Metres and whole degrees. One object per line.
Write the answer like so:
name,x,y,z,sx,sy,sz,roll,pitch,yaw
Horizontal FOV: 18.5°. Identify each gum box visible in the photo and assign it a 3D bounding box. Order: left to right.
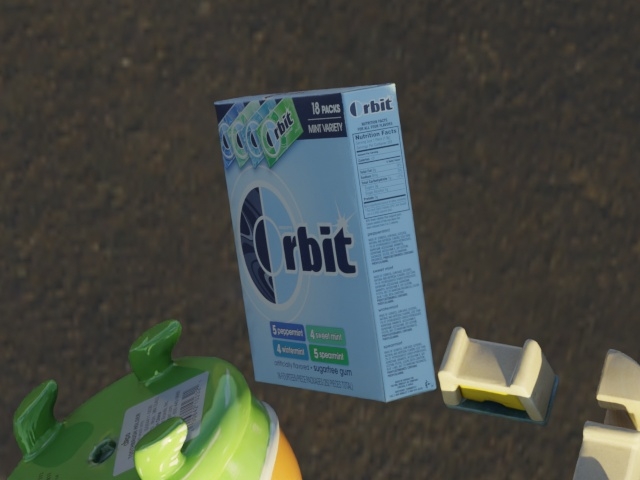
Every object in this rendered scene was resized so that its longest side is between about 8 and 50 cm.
gum box,0.000,0.000,1.208,0.041,0.184,0.157,-11,7,-31

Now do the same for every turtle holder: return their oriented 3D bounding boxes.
turtle holder,-0.157,0.251,1.642,0.320,0.227,0.243,-41,27,-7

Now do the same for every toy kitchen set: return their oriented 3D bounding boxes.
toy kitchen set,0.152,0.189,1.435,0.166,0.122,0.207,9,61,21
